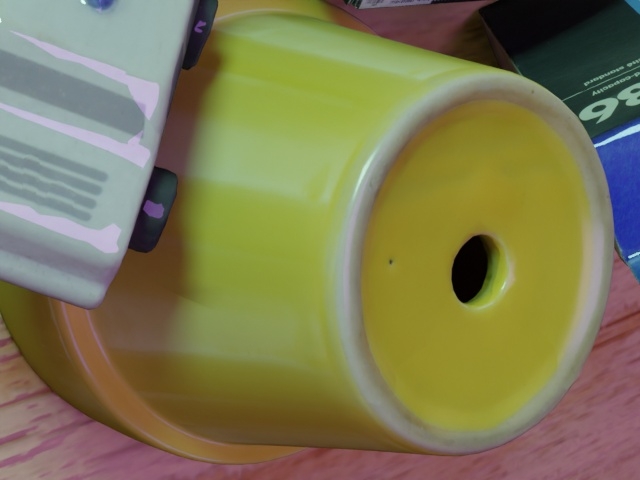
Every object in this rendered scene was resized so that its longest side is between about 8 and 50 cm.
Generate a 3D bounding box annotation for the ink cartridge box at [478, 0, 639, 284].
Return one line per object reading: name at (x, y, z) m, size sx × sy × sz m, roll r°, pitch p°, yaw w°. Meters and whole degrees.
ink cartridge box at (0.198, -0.092, 0.658) m, size 0.165 × 0.333 × 0.065 m, roll -24°, pitch 116°, yaw 6°

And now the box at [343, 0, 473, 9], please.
box at (0.053, -0.208, 0.662) m, size 0.190 × 0.184 × 0.045 m, roll -12°, pitch 147°, yaw -36°

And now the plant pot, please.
plant pot at (0.000, 0.000, 0.596) m, size 0.254 × 0.239 × 0.254 m, roll -6°, pitch 101°, yaw -37°

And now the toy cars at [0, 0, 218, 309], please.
toy cars at (-0.164, -0.034, 0.405) m, size 0.393 × 0.087 × 0.176 m, roll -31°, pitch 80°, yaw -35°
